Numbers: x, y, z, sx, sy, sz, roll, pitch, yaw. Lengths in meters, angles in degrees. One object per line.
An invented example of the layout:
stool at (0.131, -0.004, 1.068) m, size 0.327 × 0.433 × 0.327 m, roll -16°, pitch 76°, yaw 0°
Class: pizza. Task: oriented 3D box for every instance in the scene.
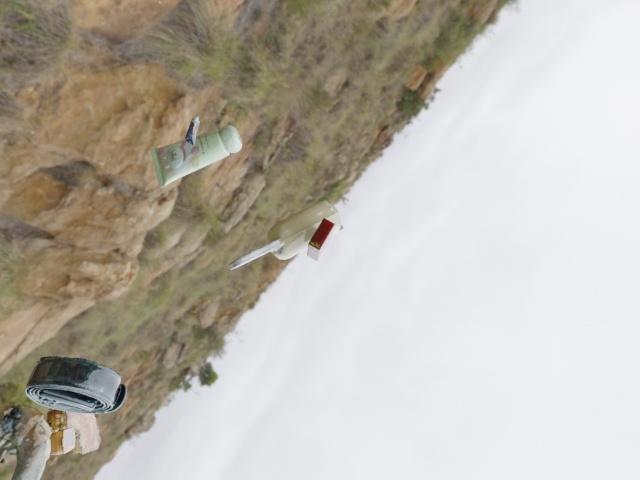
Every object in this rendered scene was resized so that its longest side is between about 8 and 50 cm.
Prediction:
pizza at (-0.806, 0.587, 1.601) m, size 0.086 × 0.305 × 0.161 m, roll -11°, pitch -145°, yaw 0°

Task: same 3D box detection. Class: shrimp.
shrimp at (-0.846, 0.560, 1.229) m, size 0.360 × 0.246 × 0.085 m, roll -32°, pitch -179°, yaw -12°

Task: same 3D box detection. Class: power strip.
power strip at (-0.586, 0.457, 1.132) m, size 0.178 × 0.028 × 0.049 m, roll 135°, pitch -53°, yaw -66°

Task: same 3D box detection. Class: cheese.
cheese at (-0.064, -0.001, 0.928) m, size 0.249 × 0.070 × 0.163 m, roll -27°, pitch -179°, yaw -18°

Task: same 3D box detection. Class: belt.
belt at (-0.702, 0.429, 1.434) m, size 0.206 × 0.268 × 0.116 m, roll 122°, pitch -22°, yaw -46°

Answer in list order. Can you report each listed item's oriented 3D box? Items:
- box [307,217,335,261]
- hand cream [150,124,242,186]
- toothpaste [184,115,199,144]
box at (0.000, 0.000, 0.813) m, size 0.051 × 0.023 × 0.082 m, roll -60°, pitch 175°, yaw -15°
hand cream at (-0.412, -0.292, 1.645) m, size 0.306 × 0.147 × 0.093 m, roll -21°, pitch 164°, yaw 6°
toothpaste at (-0.304, -0.264, 1.179) m, size 0.083 × 0.027 × 0.019 m, roll -55°, pitch -171°, yaw 44°
